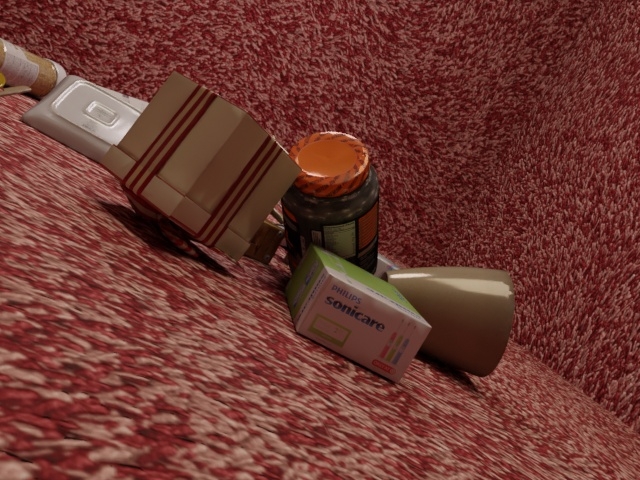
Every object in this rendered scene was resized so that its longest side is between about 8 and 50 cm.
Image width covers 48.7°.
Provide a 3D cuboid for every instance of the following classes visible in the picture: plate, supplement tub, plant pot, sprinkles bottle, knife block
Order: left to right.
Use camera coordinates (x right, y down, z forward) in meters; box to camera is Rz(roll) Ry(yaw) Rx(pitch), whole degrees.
[{"bbox_3d":[-0.867,-0.490,1.978,0.121,0.121,0.355,32,6,15],"label":"sprinkles bottle"},{"bbox_3d":[-0.543,-0.297,1.735,0.277,0.045,0.278,30,33,-12],"label":"plate"},{"bbox_3d":[-0.243,-0.067,1.619,0.275,0.088,0.242,25,8,-43],"label":"knife block"},{"bbox_3d":[0.022,-0.051,1.510,0.207,0.207,0.338,33,-33,29],"label":"supplement tub"},{"bbox_3d":[0.268,0.161,1.639,0.274,0.257,0.256,14,7,-7],"label":"plant pot"}]

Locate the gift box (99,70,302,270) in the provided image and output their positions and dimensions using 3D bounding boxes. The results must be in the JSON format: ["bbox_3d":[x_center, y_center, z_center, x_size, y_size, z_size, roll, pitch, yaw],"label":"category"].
[{"bbox_3d":[-0.209,-0.109,1.317,0.255,0.258,0.276,33,-6,38],"label":"gift box"}]

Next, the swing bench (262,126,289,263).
[{"bbox_3d":[-0.124,-0.120,1.751,0.254,0.165,0.253,30,-35,11],"label":"swing bench"}]

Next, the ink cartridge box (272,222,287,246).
[{"bbox_3d":[-0.013,0.010,2.152,0.307,0.072,0.303,12,1,15],"label":"ink cartridge box"}]

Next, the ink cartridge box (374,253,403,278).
[{"bbox_3d":[0.173,0.123,1.908,0.176,0.128,0.127,35,7,32],"label":"ink cartridge box"}]

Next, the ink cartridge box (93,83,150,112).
[{"bbox_3d":[-0.537,-0.320,1.910,0.217,0.092,0.159,18,33,-22],"label":"ink cartridge box"}]

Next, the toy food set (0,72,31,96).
[{"bbox_3d":[-0.744,-0.327,1.491,0.218,0.071,0.128,29,29,6],"label":"toy food set"}]

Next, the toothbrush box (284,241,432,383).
[{"bbox_3d":[0.057,0.123,1.314,0.206,0.122,0.283,29,5,-12],"label":"toothbrush box"}]
